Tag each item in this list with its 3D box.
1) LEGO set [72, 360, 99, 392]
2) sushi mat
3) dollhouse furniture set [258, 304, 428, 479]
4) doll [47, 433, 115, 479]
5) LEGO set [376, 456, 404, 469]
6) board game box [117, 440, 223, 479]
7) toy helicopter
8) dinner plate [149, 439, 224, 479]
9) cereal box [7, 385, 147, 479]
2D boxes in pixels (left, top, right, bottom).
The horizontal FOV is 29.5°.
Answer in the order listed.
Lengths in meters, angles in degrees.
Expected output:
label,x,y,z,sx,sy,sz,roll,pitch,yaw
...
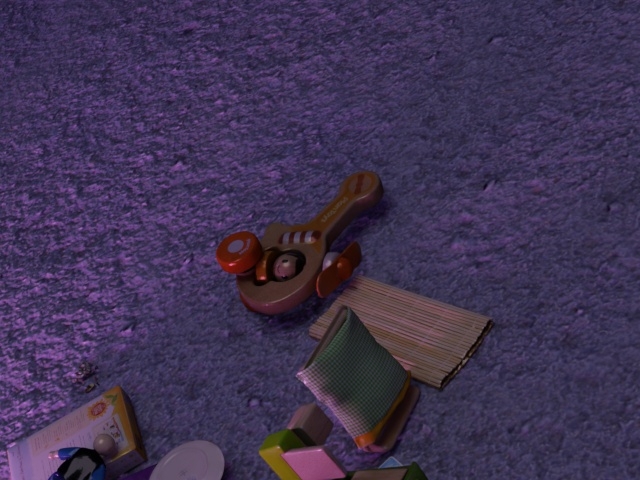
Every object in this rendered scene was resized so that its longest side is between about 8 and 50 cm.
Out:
label,x,y,z,sx,sy,sz,roll,pitch,yaw
LEGO set,-0.449,0.254,2.319,0.054,0.023,0.083,-46,40,-18
sushi mat,0.131,0.148,2.054,0.316,0.019,0.151,17,57,44
dollhouse furniture set,0.074,0.252,1.801,0.151,0.197,0.301,-15,32,43
doll,-0.422,0.400,2.053,0.129,0.046,0.189,36,77,34
LEGO set,0.098,0.421,1.742,0.182,0.060,0.244,-41,36,-11
board game box,-0.241,0.490,1.904,0.208,0.056,0.347,-28,38,11
toy helicopter,0.000,0.000,2.215,0.235,0.140,0.355,21,59,44
dinner plate,-0.221,0.379,1.965,0.141,0.017,0.141,-17,41,16
cereal box,-0.434,0.379,2.151,0.240,0.047,0.173,-30,39,2
